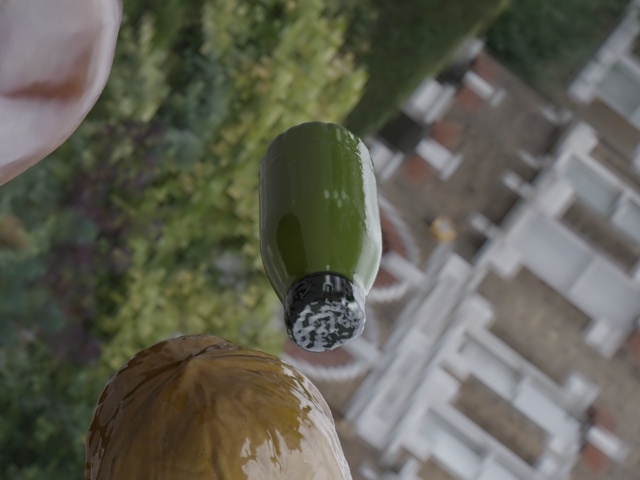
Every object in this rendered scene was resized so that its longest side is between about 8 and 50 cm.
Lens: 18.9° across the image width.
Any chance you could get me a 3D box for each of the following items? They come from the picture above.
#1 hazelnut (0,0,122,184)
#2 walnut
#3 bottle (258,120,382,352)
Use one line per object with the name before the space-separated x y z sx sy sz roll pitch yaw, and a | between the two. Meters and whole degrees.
hazelnut | -0.339 -0.196 1.664 0.366 0.366 0.366 -52 -176 5
walnut | -0.064 0.170 1.259 0.193 0.193 0.226 -60 144 -62
bottle | 0.000 0.000 1.742 0.112 0.112 0.260 -50 -157 28
